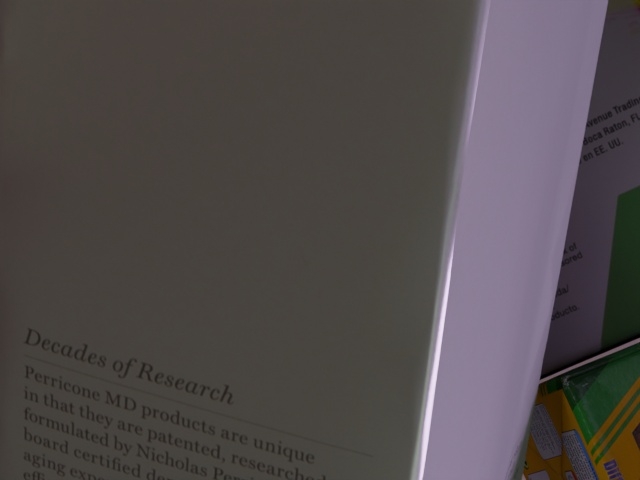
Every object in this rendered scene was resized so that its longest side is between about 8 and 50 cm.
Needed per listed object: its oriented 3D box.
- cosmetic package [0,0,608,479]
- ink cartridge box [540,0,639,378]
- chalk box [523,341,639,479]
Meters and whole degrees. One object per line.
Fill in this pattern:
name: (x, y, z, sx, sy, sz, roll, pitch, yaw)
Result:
cosmetic package: (0.000, 0.000, 0.518, 0.156, 0.385, 0.217, 12, -156, 17)
ink cartridge box: (0.100, -0.077, 0.726, 0.201, 0.278, 0.117, -26, 171, 20)
chalk box: (0.216, 0.093, 0.691, 0.213, 0.132, 0.132, -22, 171, -10)
